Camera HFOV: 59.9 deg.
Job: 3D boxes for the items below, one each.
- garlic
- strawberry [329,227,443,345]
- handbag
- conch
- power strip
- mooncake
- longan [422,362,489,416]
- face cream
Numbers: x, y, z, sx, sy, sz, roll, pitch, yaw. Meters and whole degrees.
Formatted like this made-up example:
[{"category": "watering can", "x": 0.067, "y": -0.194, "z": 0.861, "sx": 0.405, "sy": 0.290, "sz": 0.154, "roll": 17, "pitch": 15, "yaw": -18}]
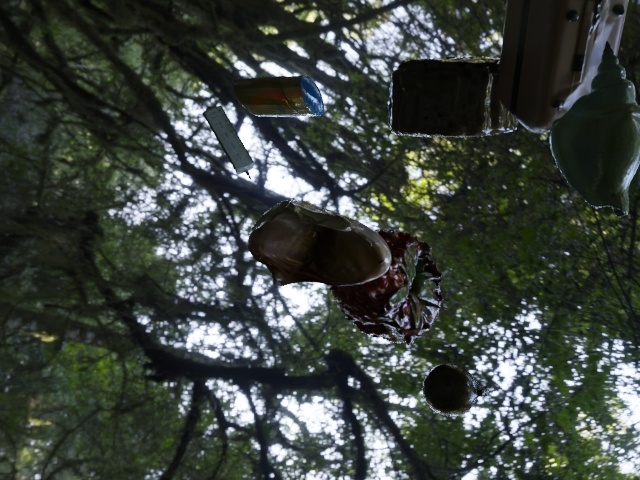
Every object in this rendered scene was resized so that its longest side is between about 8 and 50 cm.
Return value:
[{"category": "garlic", "x": -0.002, "y": 0.007, "z": 0.663, "sx": 0.175, "sy": 0.124, "sz": 0.099, "roll": 20, "pitch": -79, "yaw": 3}, {"category": "strawberry", "x": 0.124, "y": 0.092, "z": 1.221, "sx": 0.258, "sy": 0.261, "sz": 0.260, "roll": -6, "pitch": -106, "yaw": 43}, {"category": "handbag", "x": 0.438, "y": -0.381, "z": 1.069, "sx": 0.283, "sy": 0.149, "sz": 0.301, "roll": -104, "pitch": -174, "yaw": -56}, {"category": "conch", "x": 0.287, "y": -0.114, "z": 0.569, "sx": 0.088, "sy": 0.065, "sz": 0.179, "roll": 0, "pitch": -89, "yaw": 10}, {"category": "power strip", "x": -0.265, "y": -0.288, "z": 1.624, "sx": 0.252, "sy": 0.060, "sz": 0.027, "roll": 60, "pitch": -26, "yaw": 3}, {"category": "mooncake", "x": 0.320, "y": -0.351, "z": 1.347, "sx": 0.324, "sy": 0.324, "sz": 0.186, "roll": 15, "pitch": -66, "yaw": 41}, {"category": "longan", "x": 0.248, "y": 0.276, "z": 1.023, "sx": 0.119, "sy": 0.106, "sz": 0.106, "roll": 1, "pitch": -102, "yaw": 16}, {"category": "face cream", "x": -0.109, "y": -0.390, "z": 1.511, "sx": 0.285, "sy": 0.139, "sz": 0.067, "roll": 12, "pitch": -113, "yaw": 44}]
